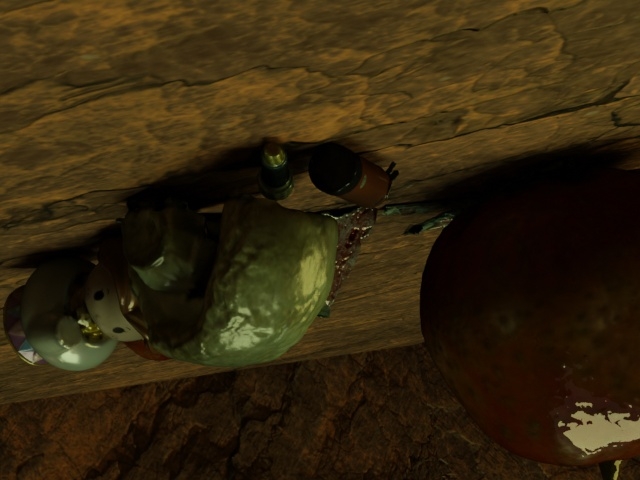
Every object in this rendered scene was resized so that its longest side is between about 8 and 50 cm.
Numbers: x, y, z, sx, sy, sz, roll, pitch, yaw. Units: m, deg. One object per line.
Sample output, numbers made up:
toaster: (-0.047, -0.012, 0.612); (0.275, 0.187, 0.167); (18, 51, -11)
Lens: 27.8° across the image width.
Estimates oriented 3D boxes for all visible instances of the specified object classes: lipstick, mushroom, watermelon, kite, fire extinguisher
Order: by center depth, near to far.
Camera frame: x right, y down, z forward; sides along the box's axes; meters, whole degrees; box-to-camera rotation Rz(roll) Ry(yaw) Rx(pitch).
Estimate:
lipstick: (-0.042, -0.070, 1.215); (0.037, 0.037, 0.116); (-11, 166, -4)
mushroom: (-0.087, 0.043, 1.289); (0.189, 0.164, 0.267); (6, 175, -41)
fire extinguisher: (0.040, -0.063, 1.306); (0.062, 0.050, 0.177); (-52, 163, 8)
watermelon: (-0.007, 0.023, 1.594); (0.097, 0.121, 0.158); (23, 147, -35)
kite: (0.233, -0.050, 1.705); (0.368, 0.014, 0.406); (-7, 169, -29)

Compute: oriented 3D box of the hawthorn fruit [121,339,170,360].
hawthorn fruit: (-0.211, 0.089, 1.693); (0.137, 0.133, 0.132); (1, 180, 37)

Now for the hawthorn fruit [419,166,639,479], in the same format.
hawthorn fruit: (0.324, 0.115, 1.603); (0.402, 0.403, 0.403); (-11, 171, -2)

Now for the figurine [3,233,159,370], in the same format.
figurine: (-0.235, 0.066, 1.477); (0.263, 0.142, 0.189); (-19, -160, 31)
